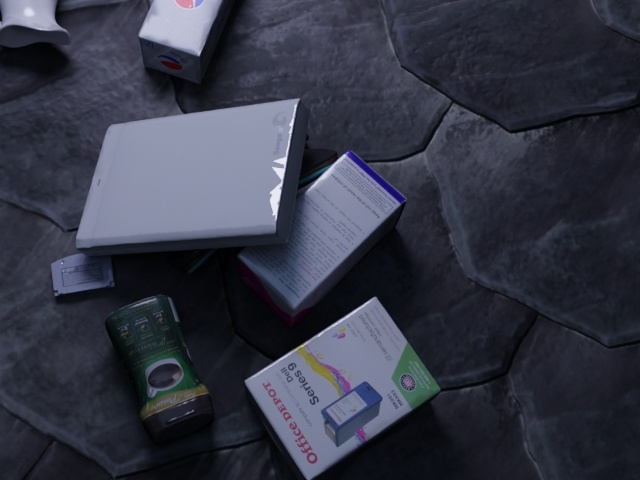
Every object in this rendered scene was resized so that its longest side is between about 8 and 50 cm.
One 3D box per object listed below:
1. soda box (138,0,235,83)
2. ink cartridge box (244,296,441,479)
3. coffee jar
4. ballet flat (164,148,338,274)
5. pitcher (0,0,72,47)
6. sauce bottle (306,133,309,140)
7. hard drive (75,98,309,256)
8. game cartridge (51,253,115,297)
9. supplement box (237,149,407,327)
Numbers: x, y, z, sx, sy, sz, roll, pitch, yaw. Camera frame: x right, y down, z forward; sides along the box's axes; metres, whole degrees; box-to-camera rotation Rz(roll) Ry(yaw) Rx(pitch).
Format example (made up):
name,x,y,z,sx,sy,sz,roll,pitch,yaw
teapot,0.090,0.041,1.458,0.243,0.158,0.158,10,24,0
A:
name,x,y,z,sx,sy,sz,roll,pitch,yaw
soda box,-0.180,-0.389,1.367,0.098,0.091,0.286,18,71,0
ink cartridge box,0.026,0.199,1.183,0.212,0.093,0.154,-31,77,-12
coffee jar,-0.210,0.171,1.180,0.096,0.079,0.184,-20,73,-14
ballet flat,-0.106,-0.067,1.244,0.280,0.095,0.096,-37,93,-9
pitcher,-0.465,-0.387,1.339,0.178,0.125,0.207,-8,83,9
sauce bottle,-0.077,-0.129,1.313,0.128,0.042,0.042,-28,76,-13
hard drive,-0.174,-0.082,1.208,0.308,0.040,0.203,-4,62,25
game cartridge,-0.330,0.046,1.248,0.083,0.017,0.056,-9,76,-8
supplement box,0.000,0.000,1.238,0.114,0.111,0.220,42,73,10
